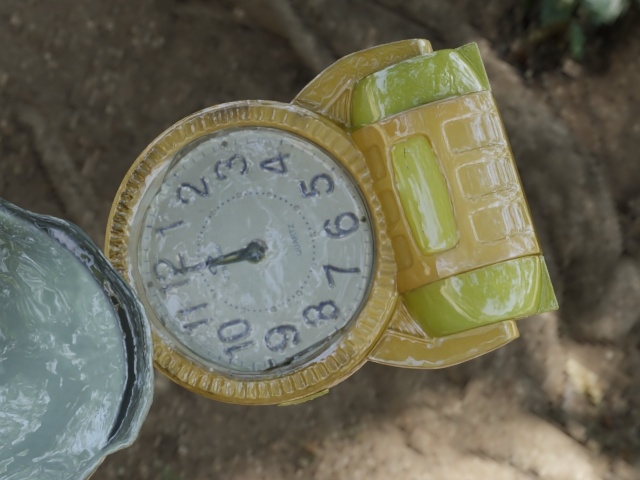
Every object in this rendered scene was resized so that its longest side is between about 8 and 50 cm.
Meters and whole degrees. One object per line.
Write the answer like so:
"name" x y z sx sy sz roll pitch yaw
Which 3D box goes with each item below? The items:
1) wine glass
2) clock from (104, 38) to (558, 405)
"wine glass" -0.135 0.093 0.552 0.156 0.232 0.156 11 50 -13
"clock" 0.000 0.000 1.370 0.200 0.317 0.244 48 24 -82
